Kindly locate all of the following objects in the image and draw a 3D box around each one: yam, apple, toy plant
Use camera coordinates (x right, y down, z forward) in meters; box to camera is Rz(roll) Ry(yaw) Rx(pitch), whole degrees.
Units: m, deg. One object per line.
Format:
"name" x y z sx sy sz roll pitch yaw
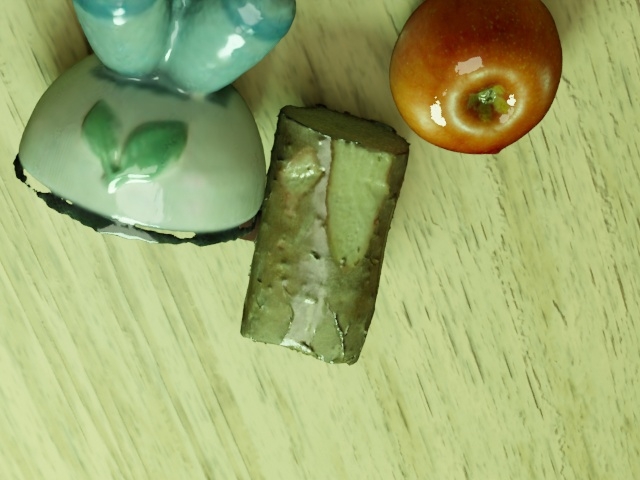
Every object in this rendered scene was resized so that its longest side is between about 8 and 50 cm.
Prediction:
"yam" 0.000 0.000 1.872 0.129 0.128 0.238 15 100 8
"apple" 0.141 -0.155 1.814 0.163 0.139 0.163 -1 118 -1
"toy plant" -0.130 -0.186 1.756 0.247 0.247 0.332 12 112 -9

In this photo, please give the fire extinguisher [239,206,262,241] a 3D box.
"fire extinguisher" -0.031 -0.010 1.952 0.132 0.039 0.056 13 128 -9
